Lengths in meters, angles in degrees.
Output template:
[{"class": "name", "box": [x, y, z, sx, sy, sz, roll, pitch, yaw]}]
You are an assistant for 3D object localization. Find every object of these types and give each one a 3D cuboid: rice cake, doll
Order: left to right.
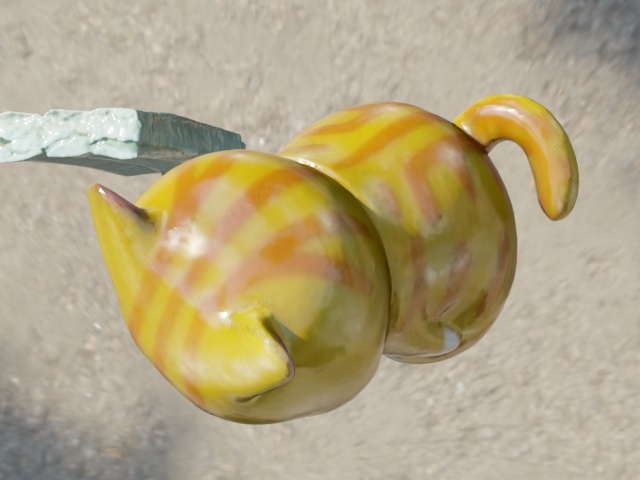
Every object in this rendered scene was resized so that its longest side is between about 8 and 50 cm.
[{"class": "rice cake", "box": [-0.144, -0.072, 1.169, 0.124, 0.211, 0.038, -2, 88, 14]}, {"class": "doll", "box": [0.002, 0.011, 0.855, 0.167, 0.162, 0.269, 32, 38, 24]}]
